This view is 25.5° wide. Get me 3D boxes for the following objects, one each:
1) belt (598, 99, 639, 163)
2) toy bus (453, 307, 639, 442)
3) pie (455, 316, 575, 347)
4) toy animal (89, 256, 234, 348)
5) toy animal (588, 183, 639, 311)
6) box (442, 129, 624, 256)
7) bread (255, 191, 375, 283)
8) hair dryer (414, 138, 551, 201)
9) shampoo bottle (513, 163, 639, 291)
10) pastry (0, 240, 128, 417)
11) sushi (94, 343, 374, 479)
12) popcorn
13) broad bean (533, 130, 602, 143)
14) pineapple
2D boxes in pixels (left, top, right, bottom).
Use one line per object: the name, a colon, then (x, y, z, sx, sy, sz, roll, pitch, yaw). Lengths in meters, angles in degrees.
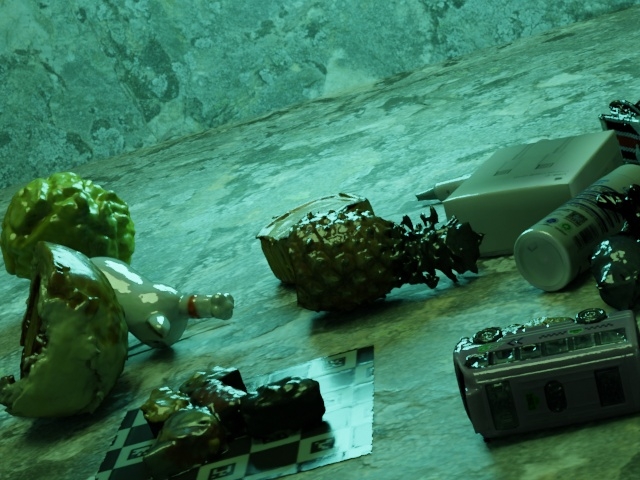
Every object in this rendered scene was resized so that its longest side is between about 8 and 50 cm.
belt: (0.530, -0.155, 2.211, 0.126, 0.094, 0.359, -16, 16, 2)
toy bus: (0.241, 0.143, 1.478, 0.199, 0.096, 0.108, -12, 20, 11)
pie: (0.241, 0.120, 1.685, 0.191, 0.033, 0.088, -10, 21, 27)
toy animal: (-0.263, 0.116, 2.130, 0.282, 0.138, 0.140, 21, 44, 30)
toy animal: (0.363, 0.028, 1.764, 0.117, 0.121, 0.210, -30, 10, 41)
box: (0.329, -0.070, 2.131, 0.203, 0.106, 0.252, -7, 20, 31)
bread: (0.001, 0.000, 2.259, 0.199, 0.104, 0.199, -21, 14, 5)
hair dryer: (0.278, -0.102, 2.429, 0.220, 0.053, 0.195, -13, 13, 42)
shampoo bottle: (0.385, -0.031, 1.942, 0.092, 0.092, 0.303, -3, 21, 44)
pastry: (-0.348, 0.132, 1.988, 0.170, 0.236, 0.256, 14, 2, -12)
sushi: (-0.113, 0.205, 1.727, 0.359, 0.064, 0.343, -15, 15, 8)
popcorn: (-0.450, -0.010, 2.535, 0.249, 0.249, 0.225, -19, 26, -6)
broad bean: (0.462, -0.171, 2.458, 0.227, 0.039, 0.069, -13, 22, 14)
pineapple: (0.097, 0.027, 2.018, 0.279, 0.158, 0.158, -3, 17, 9)
